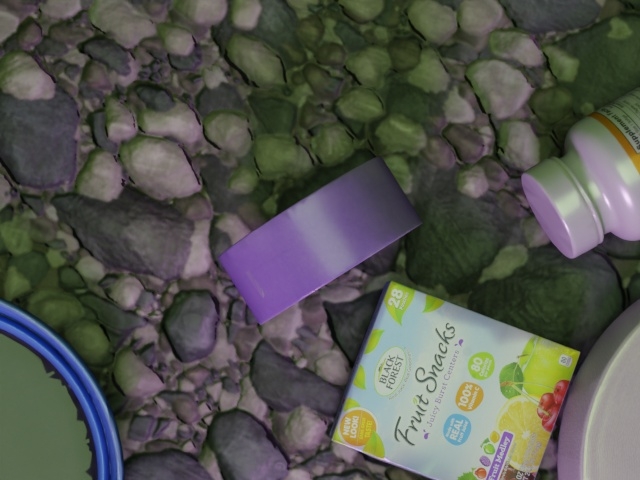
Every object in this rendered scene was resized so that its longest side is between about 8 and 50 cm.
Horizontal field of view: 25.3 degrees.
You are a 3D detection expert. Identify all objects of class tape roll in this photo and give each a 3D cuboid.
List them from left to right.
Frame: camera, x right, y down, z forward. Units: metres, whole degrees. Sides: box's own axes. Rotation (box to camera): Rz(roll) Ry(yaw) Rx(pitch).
[{"bbox_3d":[0.000,0.000,1.388,0.189,0.189,0.080,-33,89,-4],"label":"tape roll"},{"bbox_3d":[0.430,0.220,1.426,0.392,0.072,0.392,0,89,-10],"label":"tape roll"}]

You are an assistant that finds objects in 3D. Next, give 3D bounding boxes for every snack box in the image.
[{"bbox_3d":[0.134,0.156,1.445,0.207,0.070,0.174,20,87,1],"label":"snack box"}]

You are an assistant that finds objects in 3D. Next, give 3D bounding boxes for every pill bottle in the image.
[{"bbox_3d":[0.333,-0.084,1.433,0.246,0.136,0.136,-29,88,-4],"label":"pill bottle"}]

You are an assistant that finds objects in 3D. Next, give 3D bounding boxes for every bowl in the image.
[{"bbox_3d":[-0.388,0.239,1.414,0.391,0.077,0.391,0,86,-2],"label":"bowl"}]
